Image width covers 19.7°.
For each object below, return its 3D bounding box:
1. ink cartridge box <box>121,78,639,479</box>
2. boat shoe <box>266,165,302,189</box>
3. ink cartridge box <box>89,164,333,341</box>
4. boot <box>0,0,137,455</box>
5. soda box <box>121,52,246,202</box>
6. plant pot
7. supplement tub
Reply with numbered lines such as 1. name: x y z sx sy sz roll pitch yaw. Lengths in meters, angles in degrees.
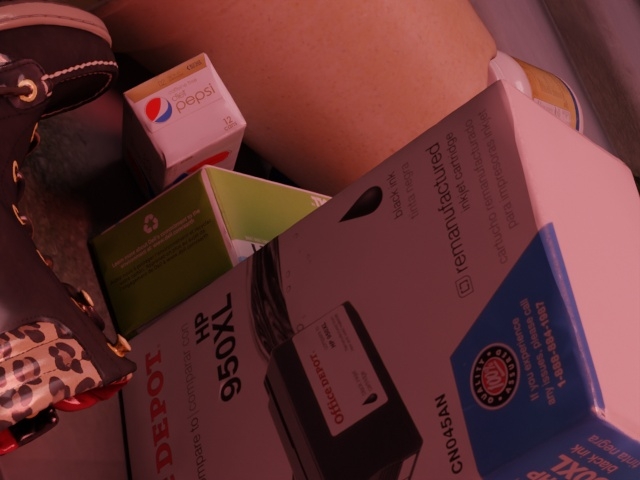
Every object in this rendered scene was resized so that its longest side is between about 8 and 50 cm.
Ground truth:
1. ink cartridge box: 0.053 0.122 1.308 0.166 0.395 0.285 29 37 -40
2. boat shoe: 0.000 0.000 1.735 0.066 0.066 0.183 54 12 -57
3. ink cartridge box: -0.023 -0.008 1.475 0.189 0.255 0.097 13 50 -55
4. boot: -0.223 -0.011 1.267 0.284 0.138 0.377 59 30 6
5. soda box: -0.113 -0.079 1.481 0.069 0.074 0.216 60 -11 5
6. plant pot: -0.020 -0.207 1.619 0.305 0.334 0.334 46 28 -24
7. supplement tub: 0.202 -0.144 2.138 0.199 0.144 0.144 12 50 -55
